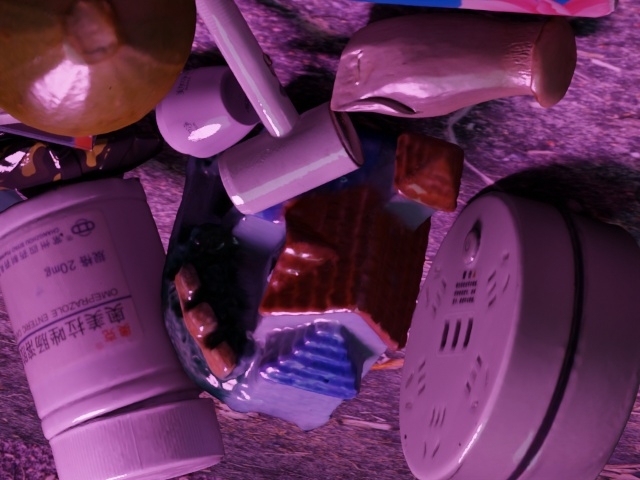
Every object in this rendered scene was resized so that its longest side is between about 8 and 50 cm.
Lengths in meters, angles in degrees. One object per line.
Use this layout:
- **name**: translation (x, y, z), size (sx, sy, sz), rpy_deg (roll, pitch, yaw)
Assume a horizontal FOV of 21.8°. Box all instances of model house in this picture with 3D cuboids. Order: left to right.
- **model house**: translation (0.000, 0.000, 1.717), size (0.252, 0.294, 0.329), rpy_deg (21, 153, -16)

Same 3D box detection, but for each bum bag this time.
- **bum bag**: translation (-0.272, -0.092, 1.823), size (0.232, 0.060, 0.107), rpy_deg (-12, 167, -41)

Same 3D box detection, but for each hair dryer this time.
- **hair dryer**: translation (-0.066, -0.142, 1.565), size (0.131, 0.073, 0.236), rpy_deg (-23, 118, 13)

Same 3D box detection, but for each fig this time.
- **fig**: translation (-0.214, -0.190, 1.413), size (0.207, 0.207, 0.230), rpy_deg (6, -174, 15)

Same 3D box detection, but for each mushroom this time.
- **mushroom**: translation (0.108, -0.159, 1.514), size (0.247, 0.096, 0.108), rpy_deg (-5, 129, 30)

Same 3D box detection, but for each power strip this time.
- **power strip**: translation (0.214, 0.133, 1.845), size (0.161, 0.357, 0.357), rpy_deg (15, 160, -15)

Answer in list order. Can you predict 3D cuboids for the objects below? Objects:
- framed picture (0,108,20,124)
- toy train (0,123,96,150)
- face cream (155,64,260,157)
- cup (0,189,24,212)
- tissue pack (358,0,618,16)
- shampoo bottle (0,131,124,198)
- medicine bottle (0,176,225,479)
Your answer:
- **framed picture**: translation (-0.353, -0.208, 1.595), size (0.217, 0.017, 0.274), rpy_deg (-3, 139, 16)
- **toy train**: translation (-0.424, -0.183, 1.728), size (0.409, 0.086, 0.089), rpy_deg (12, 147, -2)
- **face cream**: translation (-0.113, -0.134, 1.701), size (0.095, 0.091, 0.091), rpy_deg (-18, 146, 40)
- **cup**: translation (-0.461, -0.054, 2.041), size (0.134, 0.148, 0.235), rpy_deg (38, 175, 31)
- **tissue pack**: translation (0.083, -0.256, 1.199), size (0.270, 0.137, 0.209), rpy_deg (7, 158, 13)
- **shampoo bottle**: translation (-0.322, -0.098, 1.925), size (0.079, 0.080, 0.246), rpy_deg (0, 157, 25)
- **medicine bottle**: translation (-0.239, 0.114, 1.853), size (0.190, 0.332, 0.190), rpy_deg (-18, 169, -4)
